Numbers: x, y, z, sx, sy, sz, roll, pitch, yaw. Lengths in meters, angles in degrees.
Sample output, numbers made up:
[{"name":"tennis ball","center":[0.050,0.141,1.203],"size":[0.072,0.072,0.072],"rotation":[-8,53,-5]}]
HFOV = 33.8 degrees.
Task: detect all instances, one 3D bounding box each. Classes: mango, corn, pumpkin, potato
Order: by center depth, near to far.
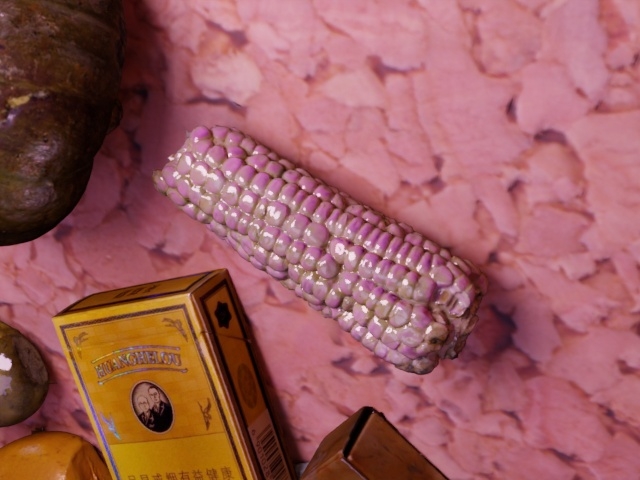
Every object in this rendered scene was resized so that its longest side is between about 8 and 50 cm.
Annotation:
[{"name":"pumpkin","center":[-0.279,-0.108,0.971],"size":[0.325,0.242,0.232],"rotation":[-56,44,38]},{"name":"corn","center":[-0.001,0.002,0.999],"size":[0.335,0.126,0.127],"rotation":[32,125,10]},{"name":"potato","center":[-0.436,0.146,1.267],"size":[0.251,0.113,0.149],"rotation":[12,114,7]},{"name":"mango","center":[-0.379,0.351,1.336],"size":[0.257,0.138,0.187],"rotation":[-23,94,25]}]

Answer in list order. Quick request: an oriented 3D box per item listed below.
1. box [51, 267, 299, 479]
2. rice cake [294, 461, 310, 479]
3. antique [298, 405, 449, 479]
[{"name":"box","center":[-0.153,0.194,1.163],"size":[0.193,0.084,0.301],"rotation":[-12,104,27]},{"name":"rice cake","center":[-0.079,0.285,1.232],"size":[0.211,0.034,0.043],"rotation":[-9,106,27]},{"name":"antique","center":[0.123,0.321,1.129],"size":[0.310,0.093,0.087],"rotation":[44,125,-4]}]
